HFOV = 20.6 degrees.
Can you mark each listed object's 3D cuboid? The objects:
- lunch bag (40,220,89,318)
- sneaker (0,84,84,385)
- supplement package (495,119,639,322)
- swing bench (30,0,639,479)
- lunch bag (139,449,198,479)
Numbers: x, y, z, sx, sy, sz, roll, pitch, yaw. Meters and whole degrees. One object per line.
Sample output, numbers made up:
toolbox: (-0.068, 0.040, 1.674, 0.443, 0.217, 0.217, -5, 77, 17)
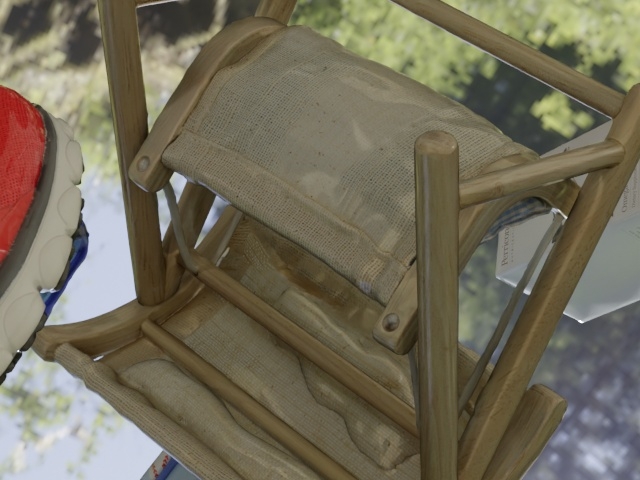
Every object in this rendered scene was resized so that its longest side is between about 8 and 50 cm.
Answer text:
lunch bag: (-0.345, 0.055, 1.642, 0.138, 0.221, 0.293, 63, -167, -4)
sneaker: (-0.174, 0.036, 0.523, 0.118, 0.107, 0.279, 47, -125, -18)
supplement package: (0.241, -0.021, 1.415, 0.105, 0.179, 0.105, 26, -125, -30)
swing bench: (0.000, 0.000, 0.893, 0.165, 0.255, 0.253, -15, -142, -42)
lunch bag: (-0.023, 0.232, 1.164, 0.243, 0.303, 0.115, 40, -153, 2)
